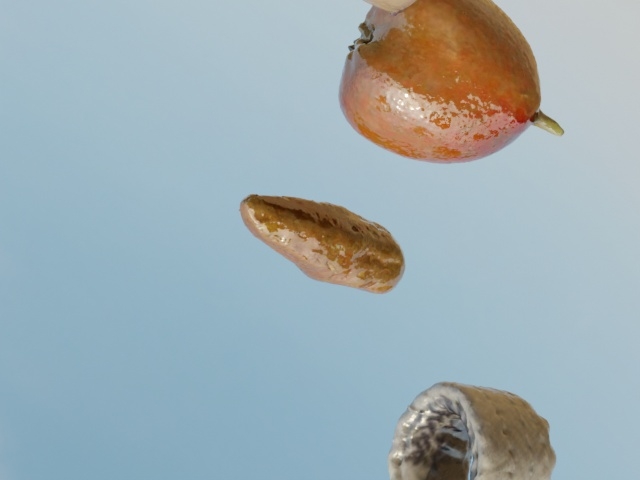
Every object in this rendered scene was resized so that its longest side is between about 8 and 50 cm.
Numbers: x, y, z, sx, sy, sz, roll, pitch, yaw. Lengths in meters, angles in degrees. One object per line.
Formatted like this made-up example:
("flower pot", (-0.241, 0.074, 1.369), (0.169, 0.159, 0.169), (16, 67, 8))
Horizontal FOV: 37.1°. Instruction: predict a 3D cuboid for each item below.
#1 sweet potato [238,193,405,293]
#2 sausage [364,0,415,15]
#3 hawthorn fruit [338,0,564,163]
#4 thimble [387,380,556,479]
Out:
("sweet potato", (0.000, 0.000, 1.152), (0.252, 0.097, 0.097), (22, -150, -36))
("sausage", (-0.024, -0.271, 0.691), (0.253, 0.123, 0.123), (23, -151, -16))
("hawthorn fruit", (0.146, -0.167, 1.027), (0.251, 0.199, 0.199), (28, -154, 6))
("thimble", (0.218, 0.332, 1.385), (0.157, 0.245, 0.217), (13, -176, -33))
